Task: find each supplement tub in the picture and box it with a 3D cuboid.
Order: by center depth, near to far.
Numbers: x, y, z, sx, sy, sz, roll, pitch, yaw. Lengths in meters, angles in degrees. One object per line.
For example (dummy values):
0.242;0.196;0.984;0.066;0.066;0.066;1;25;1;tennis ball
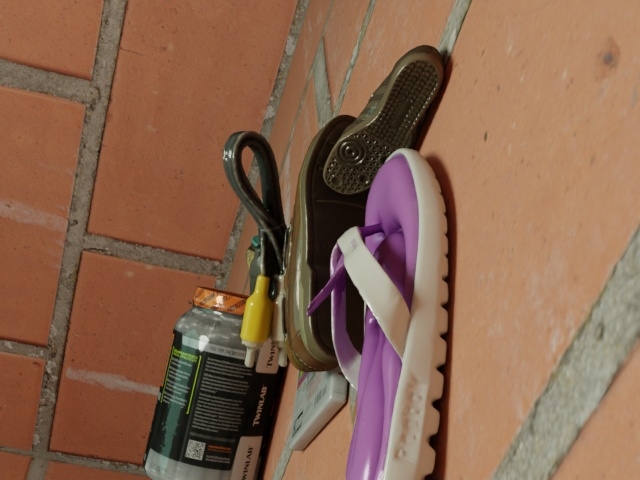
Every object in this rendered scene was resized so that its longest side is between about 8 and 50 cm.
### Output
-0.167;0.245;1.360;0.193;0.193;0.316;-176;99;-79;supplement tub

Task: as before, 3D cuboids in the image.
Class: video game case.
0.002;0.153;1.053;0.201;0.023;0.184;118;162;-56;video game case

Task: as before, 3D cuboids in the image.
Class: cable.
-0.046;0.008;1.002;0.072;0.139;0.287;19;116;49;cable

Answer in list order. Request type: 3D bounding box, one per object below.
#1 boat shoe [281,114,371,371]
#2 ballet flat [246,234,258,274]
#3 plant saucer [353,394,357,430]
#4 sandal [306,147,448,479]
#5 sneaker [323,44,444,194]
0.000;0.000;0.962;0.104;0.110;0.307;-32;43;55;boat shoe
-0.048;0.056;1.241;0.348;0.123;0.123;-152;76;-78;ballet flat
0.049;0.164;0.820;0.083;0.013;0.084;-167;90;-79;plant saucer
0.042;0.068;0.729;0.169;0.102;0.416;116;164;-48;sandal
0.073;-0.129;0.894;0.188;0.066;0.071;-49;10;30;sneaker
